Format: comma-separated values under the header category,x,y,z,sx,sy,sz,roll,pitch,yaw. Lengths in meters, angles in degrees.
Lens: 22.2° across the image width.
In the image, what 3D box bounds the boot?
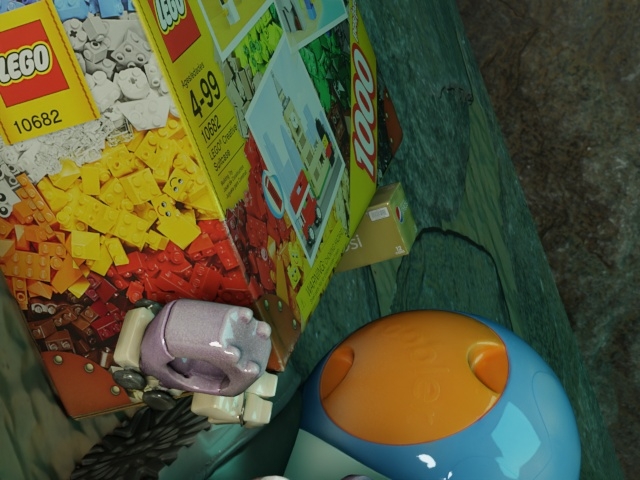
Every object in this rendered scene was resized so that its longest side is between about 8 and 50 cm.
category,x,y,z,sx,sy,sz,roll,pitch,yaw
boot,-0.048,0.355,1.255,0.367,0.146,0.445,-41,110,-55

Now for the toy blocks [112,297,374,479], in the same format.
category,x,y,z,sx,sy,sz,roll,pitch,yaw
toy blocks,0.016,0.213,1.041,0.288,0.260,0.309,40,51,-39

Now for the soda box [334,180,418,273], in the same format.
category,x,y,z,sx,sy,sz,roll,pitch,yaw
soda box,0.000,0.000,1.605,0.061,0.181,0.058,-59,131,-64

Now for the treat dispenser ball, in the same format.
category,x,y,z,sx,sy,sz,roll,pitch,yaw
treat dispenser ball,0.109,0.210,1.597,0.288,0.288,0.288,-15,90,-70

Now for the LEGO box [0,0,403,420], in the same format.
category,x,y,z,sx,sy,sz,roll,pitch,yaw
LEGO box,-0.117,-0.142,1.373,0.500,0.193,0.373,-62,134,-62

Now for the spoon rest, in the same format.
category,x,y,z,sx,sy,sz,roll,pitch,yaw
spoon rest,0.010,0.232,1.391,0.084,0.276,0.137,-5,94,-35
